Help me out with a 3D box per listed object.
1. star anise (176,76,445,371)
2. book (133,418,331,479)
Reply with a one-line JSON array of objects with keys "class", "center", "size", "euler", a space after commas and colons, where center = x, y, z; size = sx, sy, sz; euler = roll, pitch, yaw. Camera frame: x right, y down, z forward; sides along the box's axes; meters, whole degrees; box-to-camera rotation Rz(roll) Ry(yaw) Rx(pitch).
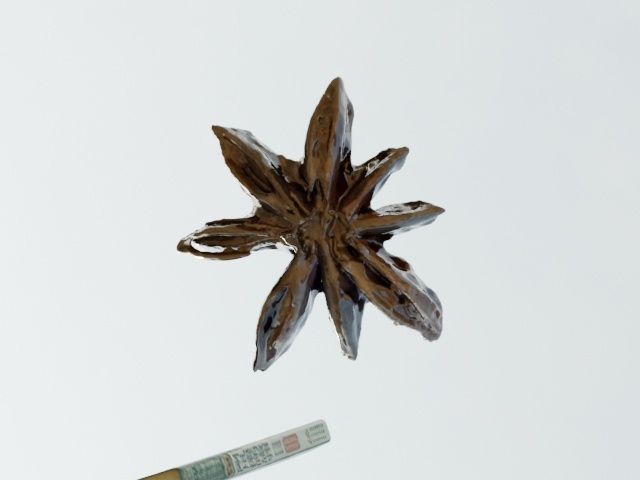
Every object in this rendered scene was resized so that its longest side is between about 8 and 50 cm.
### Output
[{"class": "star anise", "center": [0.000, 0.000, 1.471], "size": [0.229, 0.236, 0.093], "euler": [-59, 179, 6]}, {"class": "book", "center": [-0.131, 0.203, 1.563], "size": [0.202, 0.264, 0.027], "euler": [-21, -96, 25]}]
